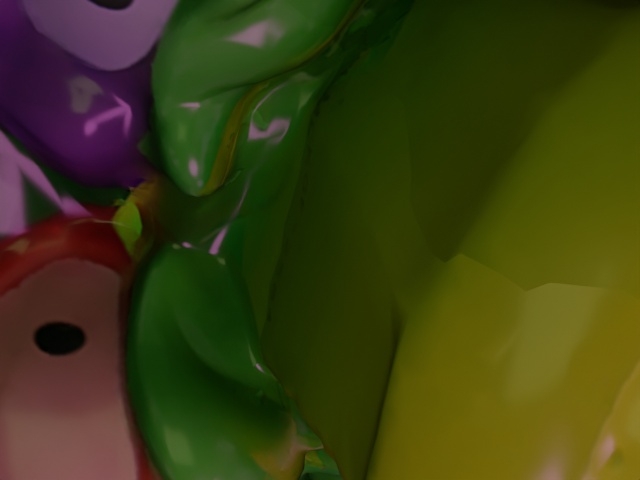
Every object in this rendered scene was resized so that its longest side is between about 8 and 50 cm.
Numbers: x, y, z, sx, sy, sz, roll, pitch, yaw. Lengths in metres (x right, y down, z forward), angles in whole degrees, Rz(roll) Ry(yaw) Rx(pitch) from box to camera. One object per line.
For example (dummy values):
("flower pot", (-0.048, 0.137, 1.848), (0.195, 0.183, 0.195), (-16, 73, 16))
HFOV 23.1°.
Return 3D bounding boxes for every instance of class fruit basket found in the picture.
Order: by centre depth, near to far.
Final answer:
("fruit basket", (0.000, 0.000, 0.406), (0.283, 0.392, 0.392), (-6, 117, -39))
